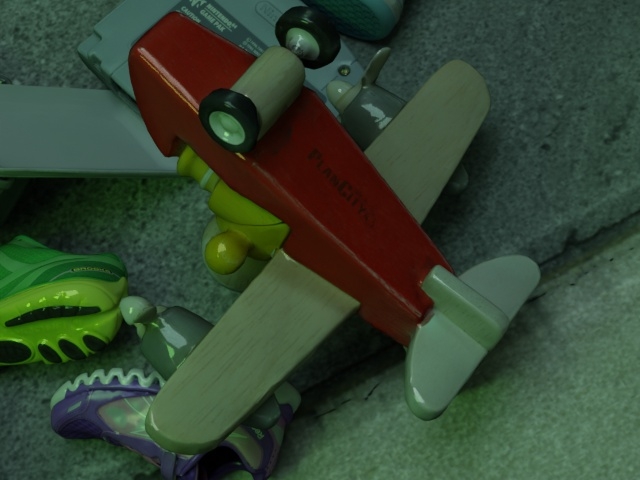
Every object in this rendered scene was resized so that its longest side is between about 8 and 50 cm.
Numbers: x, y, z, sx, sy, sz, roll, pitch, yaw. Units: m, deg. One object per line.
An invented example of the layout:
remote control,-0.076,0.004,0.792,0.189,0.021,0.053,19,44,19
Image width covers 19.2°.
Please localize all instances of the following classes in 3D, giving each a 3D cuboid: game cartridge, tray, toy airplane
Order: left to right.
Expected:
tray,-0.254,-0.101,1.865,0.145,0.270,0.030,47,120,30
game cartridge,-0.082,-0.167,1.931,0.198,0.062,0.297,-40,65,-17
toy airplane,0.000,0.000,1.704,0.386,0.272,0.384,3,75,-33

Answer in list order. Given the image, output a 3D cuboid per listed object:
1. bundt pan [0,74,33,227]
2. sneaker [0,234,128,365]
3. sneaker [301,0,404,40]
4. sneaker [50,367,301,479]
bundt pan,-0.438,-0.095,1.865,0.331,0.331,0.124,41,118,30
sneaker,-0.319,0.064,1.850,0.295,0.109,0.123,-2,30,18
sneaker,-0.009,-0.358,2.005,0.319,0.127,0.208,30,72,17
sneaker,-0.138,0.177,1.734,0.236,0.095,0.104,-1,67,12
